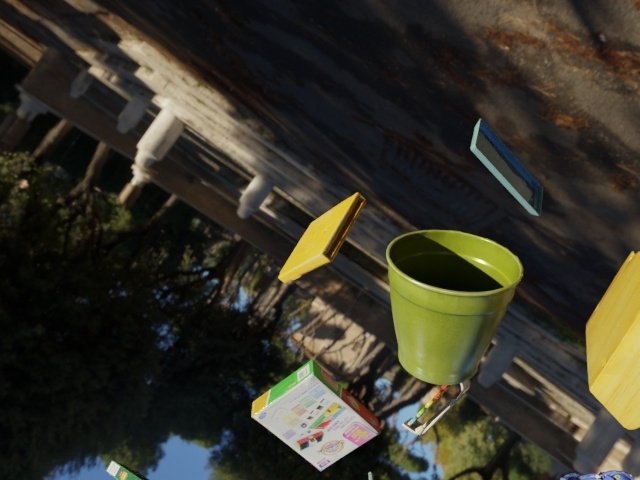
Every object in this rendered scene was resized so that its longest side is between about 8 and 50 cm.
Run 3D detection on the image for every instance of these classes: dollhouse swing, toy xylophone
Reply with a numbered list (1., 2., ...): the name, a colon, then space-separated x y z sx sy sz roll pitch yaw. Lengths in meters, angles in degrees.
1. dollhouse swing: 0.755 0.251 1.203 0.304 0.315 0.347 28 -157 16
2. toy xylophone: 0.437 0.609 2.102 0.081 0.323 0.236 45 -172 22

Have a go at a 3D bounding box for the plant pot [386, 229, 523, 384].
1. plant pot: 0.357 0.206 1.613 0.366 0.353 0.366 2 -154 -1

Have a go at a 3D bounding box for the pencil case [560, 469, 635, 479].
1. pencil case: 0.801 0.735 1.640 0.133 0.119 0.306 48 162 16

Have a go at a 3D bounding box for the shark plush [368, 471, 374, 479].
1. shark plush: 0.138 0.628 1.359 0.073 0.067 0.161 21 -159 4

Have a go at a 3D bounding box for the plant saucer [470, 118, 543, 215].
1. plant saucer: 0.312 -0.118 0.942 0.192 0.067 0.018 39 142 -27

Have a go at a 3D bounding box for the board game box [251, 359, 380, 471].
1. board game box: -0.011 0.531 1.692 0.316 0.242 0.064 47 -164 -22

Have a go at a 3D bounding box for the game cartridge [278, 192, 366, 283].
1. game cartridge: 0.000 0.000 1.924 0.052 0.285 0.323 39 148 -12

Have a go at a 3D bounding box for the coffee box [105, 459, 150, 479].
1. coffee box: -0.548 0.716 1.678 0.184 0.040 0.113 5 146 42
